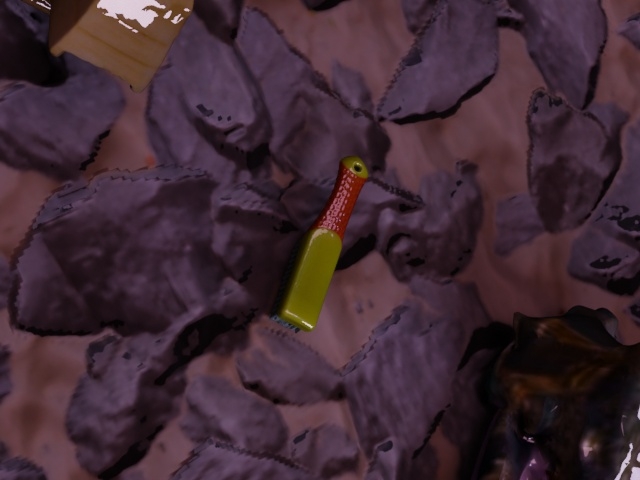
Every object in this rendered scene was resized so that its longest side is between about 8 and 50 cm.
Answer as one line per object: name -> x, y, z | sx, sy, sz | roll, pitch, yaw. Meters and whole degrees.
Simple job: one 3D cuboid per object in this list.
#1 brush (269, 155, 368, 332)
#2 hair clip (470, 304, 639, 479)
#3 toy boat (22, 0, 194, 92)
brush -> 0.000, 0.000, 0.690 | 0.019, 0.021, 0.083 | 28, 70, -21
hair clip -> 0.105, 0.200, 0.685 | 0.110, 0.096, 0.358 | 24, 71, -63
toy boat -> -0.080, -0.155, 0.649 | 0.057, 0.077, 0.200 | 25, 62, -38
